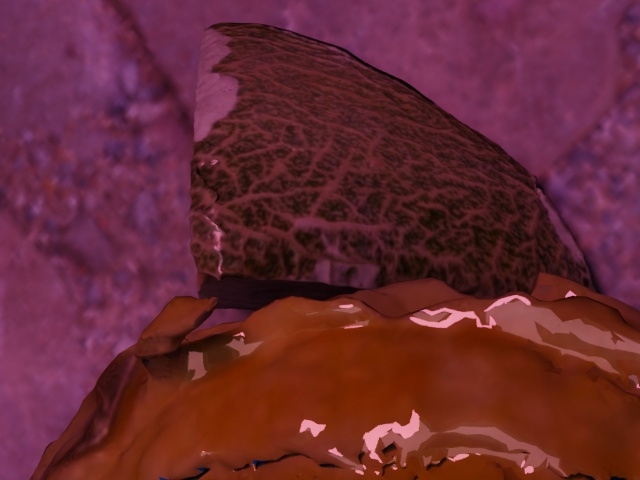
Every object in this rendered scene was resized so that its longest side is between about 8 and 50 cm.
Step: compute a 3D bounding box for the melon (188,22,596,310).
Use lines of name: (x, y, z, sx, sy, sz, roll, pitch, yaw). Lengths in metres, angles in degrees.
melon: (-0.001, -0.002, 0.704, 0.202, 0.139, 0.093, 33, 119, 21)

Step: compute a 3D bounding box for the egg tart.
egg tart: (0.037, 0.194, 0.600, 0.388, 0.169, 0.388, 3, 101, 16)
